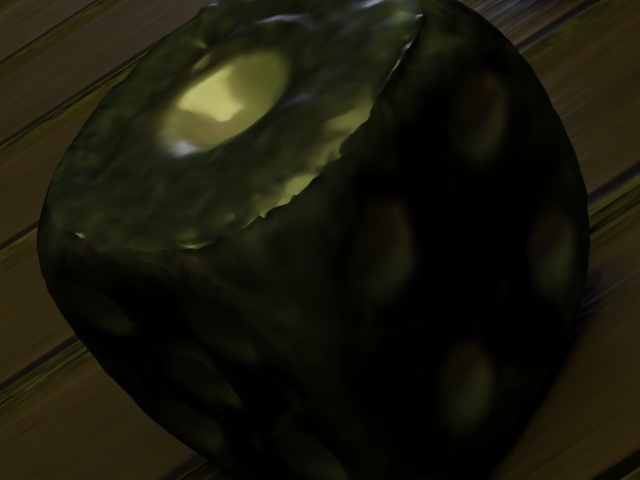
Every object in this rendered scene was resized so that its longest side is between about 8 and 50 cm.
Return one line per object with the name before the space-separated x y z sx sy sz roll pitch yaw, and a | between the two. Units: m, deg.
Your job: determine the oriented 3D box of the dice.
dice | 0.000 0.000 0.619 0.181 0.183 0.182 9 51 45
